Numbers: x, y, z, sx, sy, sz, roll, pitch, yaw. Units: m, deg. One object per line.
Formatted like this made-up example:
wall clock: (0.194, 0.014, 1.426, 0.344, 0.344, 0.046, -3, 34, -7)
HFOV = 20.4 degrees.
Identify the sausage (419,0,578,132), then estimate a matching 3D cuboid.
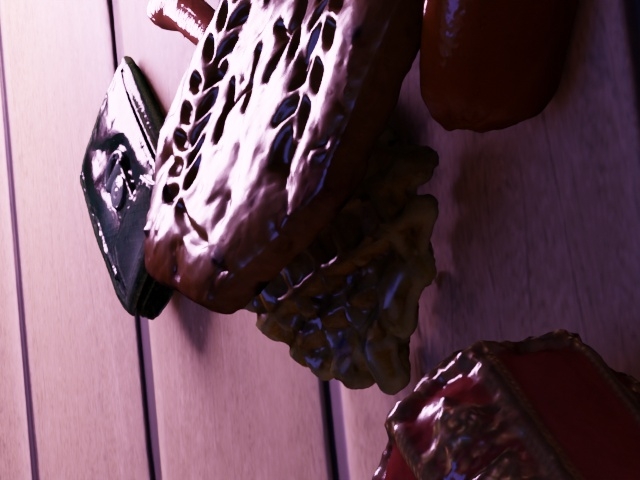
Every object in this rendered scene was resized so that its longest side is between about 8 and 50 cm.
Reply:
sausage: (0.115, -0.203, 1.032, 0.083, 0.089, 0.300, 30, 119, 50)

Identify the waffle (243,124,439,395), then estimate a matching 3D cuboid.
waffle: (-0.002, 0.001, 1.289, 0.223, 0.054, 0.204, 29, 122, 43)

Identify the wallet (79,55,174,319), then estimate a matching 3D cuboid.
wallet: (-0.182, -0.054, 1.723, 0.236, 0.055, 0.160, 61, 137, 45)

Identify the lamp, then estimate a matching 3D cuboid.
lamp: (0.135, 0.170, 0.938, 0.274, 0.177, 0.177, -120, 37, -48)

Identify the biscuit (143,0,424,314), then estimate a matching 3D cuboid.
biscuit: (-0.026, -0.116, 1.221, 0.359, 0.046, 0.359, -45, 32, 39)

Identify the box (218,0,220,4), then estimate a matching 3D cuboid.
box: (-0.032, -0.110, 1.416, 0.247, 0.033, 0.129, -129, 44, -52)

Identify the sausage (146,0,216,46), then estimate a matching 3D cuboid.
sausage: (-0.098, -0.174, 1.465, 0.186, 0.043, 0.043, 42, 129, 56)
